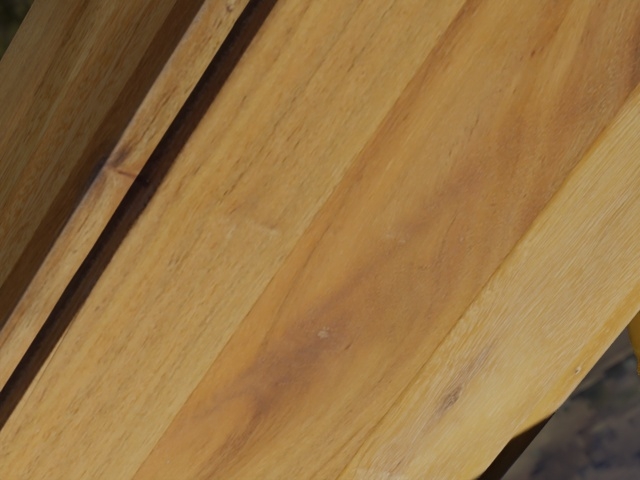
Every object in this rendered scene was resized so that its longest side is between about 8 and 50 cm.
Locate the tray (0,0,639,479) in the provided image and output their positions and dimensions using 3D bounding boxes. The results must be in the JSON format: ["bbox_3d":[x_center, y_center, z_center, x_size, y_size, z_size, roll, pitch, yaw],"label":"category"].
[{"bbox_3d":[0.000,0.000,0.499,0.203,0.076,0.411,15,119,-39],"label":"tray"}]

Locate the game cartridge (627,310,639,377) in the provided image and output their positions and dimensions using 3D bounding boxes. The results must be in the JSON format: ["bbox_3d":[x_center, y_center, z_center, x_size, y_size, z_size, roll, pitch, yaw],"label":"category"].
[{"bbox_3d":[0.249,0.158,0.648,0.053,0.323,0.285,-5,172,-36],"label":"game cartridge"}]
